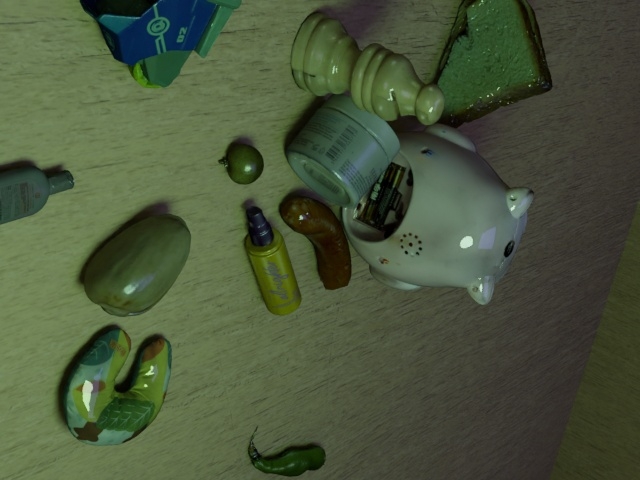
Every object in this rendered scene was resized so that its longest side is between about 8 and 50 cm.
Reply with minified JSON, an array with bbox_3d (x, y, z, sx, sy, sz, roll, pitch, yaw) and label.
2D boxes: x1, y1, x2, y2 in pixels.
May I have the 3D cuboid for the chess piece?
[{"bbox_3d":[0.095,-0.296,1.746,0.139,0.307,0.124,-60,147,-2],"label":"chess piece"}]

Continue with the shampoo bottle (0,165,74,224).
[{"bbox_3d":[-0.441,-0.071,1.431,0.165,0.040,0.080,-24,130,-44],"label":"shampoo bottle"}]

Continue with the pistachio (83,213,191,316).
[{"bbox_3d":[-0.303,0.042,1.633,0.206,0.131,0.129,-49,-171,-28],"label":"pistachio"}]

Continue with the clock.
[{"bbox_3d":[0.236,-0.055,2.048,0.250,0.376,0.368,10,104,-50],"label":"clock"}]

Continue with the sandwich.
[{"bbox_3d":[0.349,-0.396,2.131,0.099,0.288,0.254,2,68,-60],"label":"sandwich"}]

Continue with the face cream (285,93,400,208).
[{"bbox_3d":[0.041,-0.171,1.879,0.153,0.177,0.177,-52,145,-13],"label":"face cream"}]

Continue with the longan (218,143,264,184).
[{"bbox_3d":[-0.144,-0.138,1.764,0.083,0.075,0.075,1,119,-8],"label":"longan"}]

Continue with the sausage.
[{"bbox_3d":[0.003,-0.004,2.033,0.103,0.076,0.302,-51,145,-17],"label":"sausage"}]

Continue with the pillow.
[{"bbox_3d":[-0.363,0.264,1.739,0.233,0.086,0.214,27,80,-54],"label":"pillow"}]

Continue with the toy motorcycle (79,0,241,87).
[{"bbox_3d":[-0.229,-0.372,1.399,0.200,0.191,0.326,3,124,-50],"label":"toy motorcycle"}]

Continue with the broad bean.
[{"bbox_3d":[-0.073,0.517,2.313,0.318,0.056,0.098,33,86,-54],"label":"broad bean"}]

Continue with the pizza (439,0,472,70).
[{"bbox_3d":[0.340,-0.464,2.202,0.181,0.034,0.262,23,95,-56],"label":"pizza"}]

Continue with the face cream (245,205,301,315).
[{"bbox_3d":[-0.101,0.036,1.921,0.078,0.078,0.273,-44,142,-26],"label":"face cream"}]
